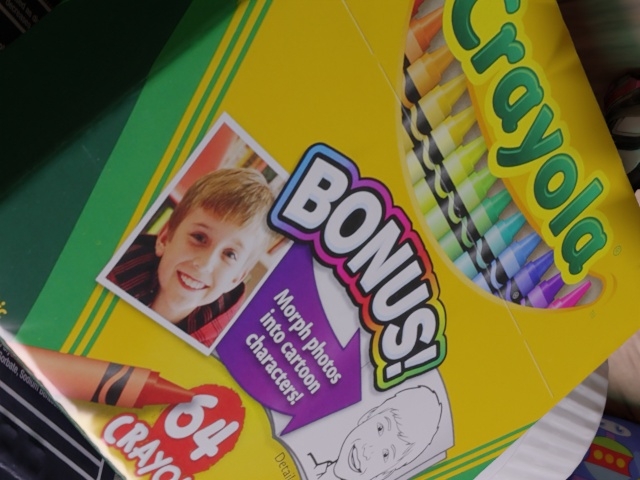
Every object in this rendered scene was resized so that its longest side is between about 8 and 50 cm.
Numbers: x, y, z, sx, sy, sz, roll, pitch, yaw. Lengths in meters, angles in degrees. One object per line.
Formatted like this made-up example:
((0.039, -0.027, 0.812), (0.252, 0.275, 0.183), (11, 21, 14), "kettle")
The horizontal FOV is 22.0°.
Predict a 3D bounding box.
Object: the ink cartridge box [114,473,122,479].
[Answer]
((-0.063, 0.221, 1.345), (0.385, 0.091, 0.308), (-9, 152, -13), "ink cartridge box")

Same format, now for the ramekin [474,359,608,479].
((0.097, 0.092, 1.117), (0.207, 0.207, 0.109), (-21, 146, 40), "ramekin")

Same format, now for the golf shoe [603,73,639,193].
((0.253, -0.036, 0.973), (0.186, 0.086, 0.067), (12, 146, -7), "golf shoe")

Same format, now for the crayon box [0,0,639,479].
((0.000, 0.000, 0.860), (0.106, 0.313, 0.363), (41, 168, 46), "crayon box")

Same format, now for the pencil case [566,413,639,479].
((0.268, 0.218, 1.338), (0.306, 0.133, 0.119), (17, 129, -14), "pencil case")

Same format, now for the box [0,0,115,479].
((-0.230, -0.026, 0.917), (0.183, 0.294, 0.296), (-4, 146, 28), "box")
